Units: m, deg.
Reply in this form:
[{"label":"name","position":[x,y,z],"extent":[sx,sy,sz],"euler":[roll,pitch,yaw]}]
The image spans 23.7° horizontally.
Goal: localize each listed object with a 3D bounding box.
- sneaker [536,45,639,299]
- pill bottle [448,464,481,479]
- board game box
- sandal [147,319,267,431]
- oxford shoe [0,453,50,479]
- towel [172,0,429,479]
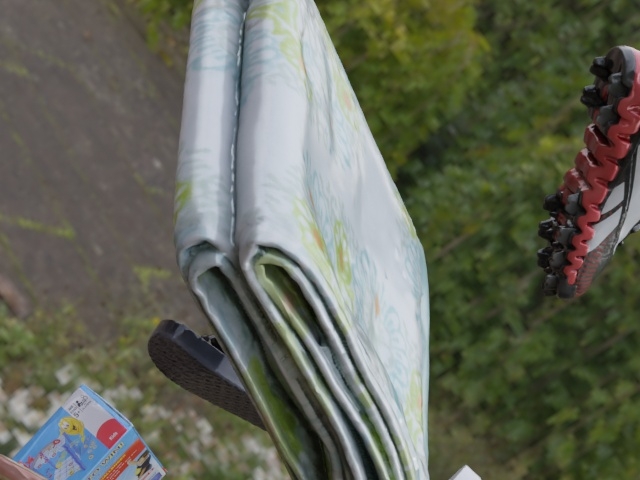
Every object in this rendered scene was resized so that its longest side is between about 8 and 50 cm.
[{"label":"sneaker","position":[0.307,-0.054,1.528],"extent":[0.135,0.276,0.097],"euler":[11,25,-12]},{"label":"pill bottle","position":[0.254,0.433,1.876],"extent":[0.323,0.181,0.181],"euler":[44,12,7]},{"label":"board game box","position":[-0.348,0.356,1.942],"extent":[0.086,0.308,0.302],"euler":[39,-14,15]},{"label":"sandal","position":[-0.053,0.132,1.373],"extent":[0.254,0.097,0.054],"euler":[35,67,-32]},{"label":"oxford shoe","position":[-0.252,0.327,1.376],"extent":[0.140,0.146,0.397],"euler":[25,-30,23]},{"label":"towel","position":[0.000,0.000,1.039],"extent":[0.374,0.090,0.320],"euler":[-92,164,-51]}]
